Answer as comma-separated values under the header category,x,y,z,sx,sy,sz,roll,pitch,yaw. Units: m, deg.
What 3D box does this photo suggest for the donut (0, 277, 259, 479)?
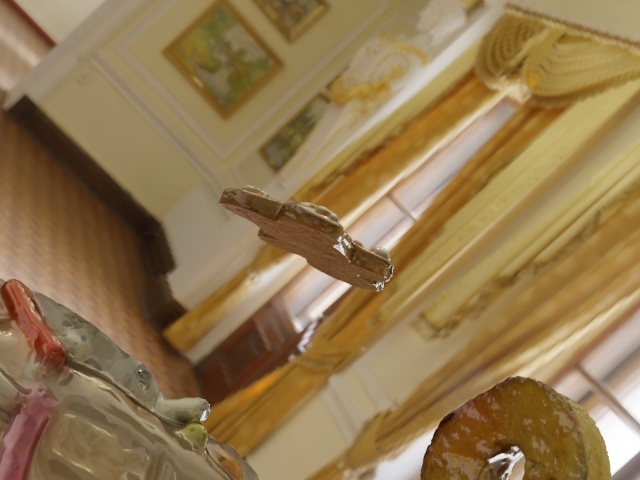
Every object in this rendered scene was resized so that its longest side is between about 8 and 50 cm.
category,x,y,z,sx,sy,sz,roll,pitch,yaw
donut,-0.179,0.162,0.421,0.382,0.382,0.142,47,41,-23

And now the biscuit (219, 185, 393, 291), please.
category,x,y,z,sx,sy,sz,roll,pitch,yaw
biscuit,0.000,0.000,1.382,0.216,0.047,0.339,18,-10,32

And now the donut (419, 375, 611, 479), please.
category,x,y,z,sx,sy,sz,roll,pitch,yaw
donut,0.183,0.219,0.904,0.074,0.190,0.174,24,23,-33
